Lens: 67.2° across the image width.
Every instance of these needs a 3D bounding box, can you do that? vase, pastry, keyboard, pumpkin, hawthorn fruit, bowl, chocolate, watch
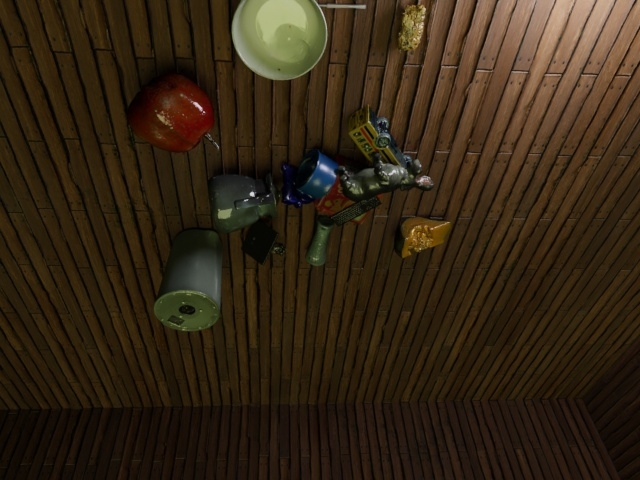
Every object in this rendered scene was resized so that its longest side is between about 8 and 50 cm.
[{"bbox_3d":[0.000,0.000,2.094,0.096,0.096,0.219,7,130,-11],"label":"vase"},{"bbox_3d":[0.282,-0.658,1.499,0.080,0.056,0.140,4,137,8],"label":"pastry"},{"bbox_3d":[0.139,-0.118,1.897,0.202,0.011,0.067,-28,131,20],"label":"keyboard"},{"bbox_3d":[0.427,-0.032,2.087,0.247,0.126,0.131,-15,128,-16],"label":"pumpkin"},{"bbox_3d":[-0.452,-0.386,1.561,0.254,0.254,0.300,-37,114,28],"label":"hawthorn fruit"},{"bbox_3d":[-0.120,-0.635,1.427,0.277,0.145,0.277,-1,134,-1],"label":"bowl"},{"bbox_3d":[0.115,-0.191,1.906,0.237,0.108,0.235,19,128,-20],"label":"chocolate"},{"bbox_3d":[-0.036,-0.233,1.796,0.171,0.196,0.200,21,137,-35],"label":"watch"}]

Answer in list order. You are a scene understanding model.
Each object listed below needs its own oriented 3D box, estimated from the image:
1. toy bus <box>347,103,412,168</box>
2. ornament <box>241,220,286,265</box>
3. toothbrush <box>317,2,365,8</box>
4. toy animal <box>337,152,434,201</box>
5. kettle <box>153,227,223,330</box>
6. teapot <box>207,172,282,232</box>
[{"bbox_3d":[0.229,-0.334,1.768,0.123,0.121,0.335,-24,132,25],"label":"toy bus"},{"bbox_3d":[-0.211,0.014,2.086,0.196,0.166,0.153,15,106,-56],"label":"ornament"},{"bbox_3d":[0.040,-0.712,1.455,0.194,0.014,0.017,2,132,-6],"label":"toothbrush"},{"bbox_3d":[0.235,-0.225,1.726,0.343,0.106,0.168,-6,137,6],"label":"toy animal"},{"bbox_3d":[-0.562,0.180,2.019,0.250,0.377,0.361,30,125,-29],"label":"kettle"},{"bbox_3d":[-0.269,-0.170,1.806,0.285,0.223,0.305,-11,161,-7],"label":"teapot"}]
